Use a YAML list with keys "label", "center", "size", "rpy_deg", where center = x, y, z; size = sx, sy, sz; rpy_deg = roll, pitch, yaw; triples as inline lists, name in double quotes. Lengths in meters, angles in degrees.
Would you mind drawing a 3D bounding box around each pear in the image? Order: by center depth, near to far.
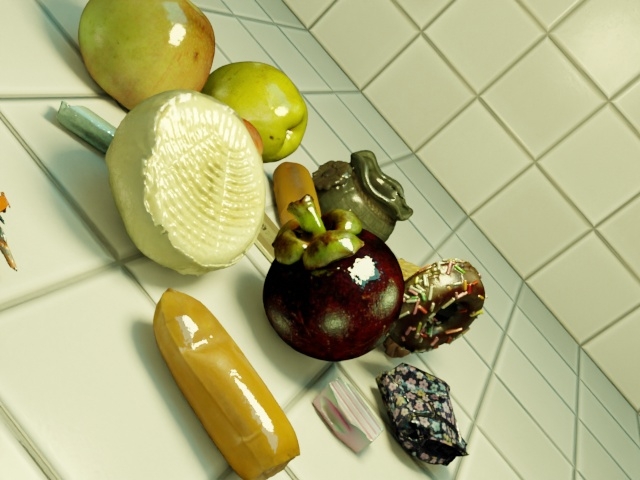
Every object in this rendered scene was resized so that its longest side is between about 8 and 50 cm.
- label: "pear"
  center: [-0.183, -0.329, 1.904]
  size: [0.294, 0.294, 0.294]
  rpy_deg: [39, 24, -21]

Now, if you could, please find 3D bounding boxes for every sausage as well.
- label: "sausage"
  center: [-0.169, 0.232, 1.217]
  size: [0.134, 0.116, 0.354]
  rpy_deg: [-14, 60, -49]
- label: "sausage"
  center: [-0.060, -0.094, 1.954]
  size: [0.112, 0.112, 0.328]
  rpy_deg: [33, 27, -33]

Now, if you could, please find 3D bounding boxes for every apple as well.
- label: "apple"
  center: [-0.396, -0.465, 1.719]
  size: [0.319, 0.277, 0.319]
  rpy_deg: [40, 22, -20]

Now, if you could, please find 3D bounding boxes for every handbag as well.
- label: "handbag"
  center: [0.234, 0.398, 1.658]
  size: [0.229, 0.127, 0.207]
  rpy_deg: [31, 34, -36]

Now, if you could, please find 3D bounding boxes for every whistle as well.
- label: "whistle"
  center: [-0.406, -0.186, 1.528]
  size: [0.312, 0.062, 0.062]
  rpy_deg: [36, 25, -26]

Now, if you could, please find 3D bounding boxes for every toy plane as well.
- label: "toy plane"
  center: [-0.509, -0.029, 1.105]
  size: [0.188, 0.062, 0.135]
  rpy_deg: [65, 24, 5]

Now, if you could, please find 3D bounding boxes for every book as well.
- label: "book"
  center: [-0.126, -0.005, 1.801]
  size: [0.198, 0.016, 0.138]
  rpy_deg: [50, 23, 3]

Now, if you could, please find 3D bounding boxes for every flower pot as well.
- label: "flower pot"
  center: [0.107, -0.125, 2.137]
  size: [0.302, 0.213, 0.302]
  rpy_deg: [45, 19, -20]

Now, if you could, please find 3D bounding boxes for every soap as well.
- label: "soap"
  center: [0.054, 0.353, 1.494]
  size: [0.149, 0.056, 0.100]
  rpy_deg: [52, 21, 9]

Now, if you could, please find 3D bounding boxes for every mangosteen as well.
- label: "mangosteen"
  center: [0.029, 0.092, 1.536]
  size: [0.330, 0.330, 0.330]
  rpy_deg: [39, 24, -21]

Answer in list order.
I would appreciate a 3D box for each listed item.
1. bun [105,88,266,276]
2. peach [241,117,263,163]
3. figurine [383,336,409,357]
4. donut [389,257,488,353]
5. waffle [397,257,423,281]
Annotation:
- label: "bun"
  center: [-0.274, -0.106, 1.427]
  size: [0.364, 0.202, 0.364]
  rpy_deg: [16, 70, -54]
- label: "peach"
  center: [-0.242, -0.193, 1.677]
  size: [0.232, 0.232, 0.232]
  rpy_deg: [39, 24, -21]
- label: "figurine"
  center: [0.220, 0.243, 1.905]
  size: [0.126, 0.114, 0.157]
  rpy_deg: [18, 10, 35]
- label: "donut"
  center: [0.265, 0.156, 1.686]
  size: [0.270, 0.270, 0.103]
  rpy_deg: [21, 31, -48]
- label: "waffle"
  center: [0.177, 0.106, 1.880]
  size: [0.376, 0.114, 0.261]
  rpy_deg: [12, 12, -43]
